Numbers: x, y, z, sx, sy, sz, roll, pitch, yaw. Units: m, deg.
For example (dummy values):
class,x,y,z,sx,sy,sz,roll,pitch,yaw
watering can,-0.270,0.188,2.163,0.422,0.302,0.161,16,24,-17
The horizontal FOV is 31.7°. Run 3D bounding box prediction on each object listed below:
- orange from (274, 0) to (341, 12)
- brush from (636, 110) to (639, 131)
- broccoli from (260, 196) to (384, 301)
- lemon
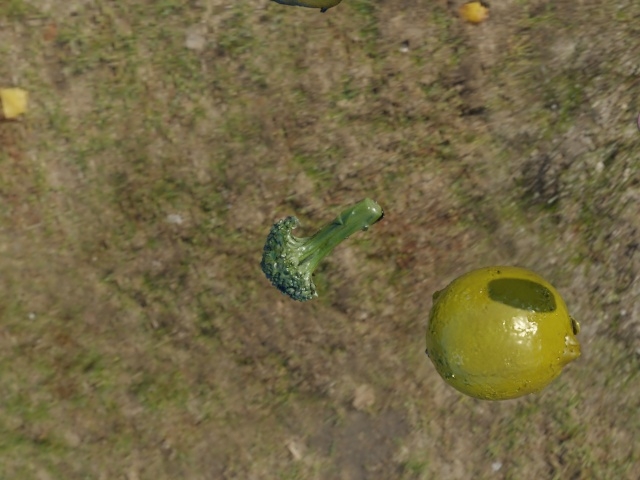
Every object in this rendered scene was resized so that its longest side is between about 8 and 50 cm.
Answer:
class,x,y,z,sx,sy,sz,roll,pitch,yaw
orange,-0.084,-0.403,1.307,0.274,0.274,0.310,-27,89,31
brush,0.467,-0.235,1.437,0.103,0.047,0.233,10,113,-14
broccoli,0.001,0.002,1.645,0.204,0.122,0.118,-36,103,20
lemon,0.228,0.118,1.423,0.206,0.173,0.173,4,105,26
